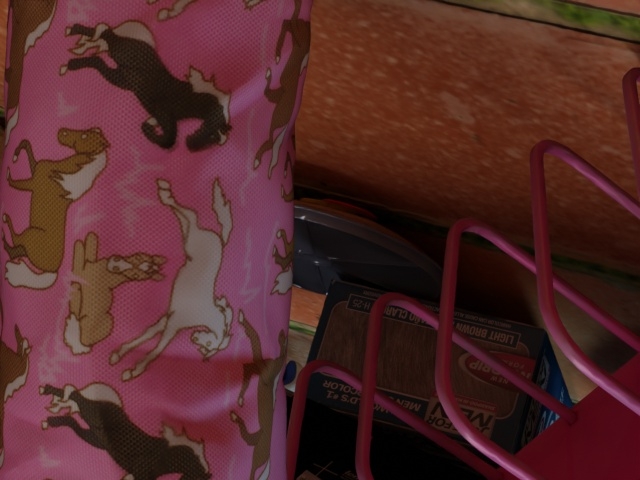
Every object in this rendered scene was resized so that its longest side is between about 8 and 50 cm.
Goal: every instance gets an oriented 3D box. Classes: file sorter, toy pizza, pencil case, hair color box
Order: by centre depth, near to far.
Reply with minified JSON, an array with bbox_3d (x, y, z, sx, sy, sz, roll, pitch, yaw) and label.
[{"bbox_3d":[-0.075,-0.005,0.862,0.167,0.386,0.160,2,-175,-21],"label":"pencil case"},{"bbox_3d":[0.133,0.081,0.946,0.182,0.202,0.290,35,121,-19],"label":"file sorter"},{"bbox_3d":[0.000,0.000,1.321,0.201,0.032,0.201,15,164,4],"label":"toy pizza"},{"bbox_3d":[0.111,0.148,1.455,0.174,0.105,0.347,13,164,17],"label":"hair color box"}]

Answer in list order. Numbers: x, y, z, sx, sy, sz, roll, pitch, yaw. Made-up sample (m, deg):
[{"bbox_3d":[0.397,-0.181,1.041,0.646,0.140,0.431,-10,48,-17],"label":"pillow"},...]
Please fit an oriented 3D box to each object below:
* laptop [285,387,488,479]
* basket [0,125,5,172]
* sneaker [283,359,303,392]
[{"bbox_3d":[0.062,0.266,1.197,0.382,0.408,0.236,20,133,35],"label":"laptop"},{"bbox_3d":[-0.237,0.133,1.406,0.331,0.328,0.266,40,170,40],"label":"basket"},{"bbox_3d":[-0.106,0.127,1.740,0.296,0.112,0.131,17,134,37],"label":"sneaker"}]
